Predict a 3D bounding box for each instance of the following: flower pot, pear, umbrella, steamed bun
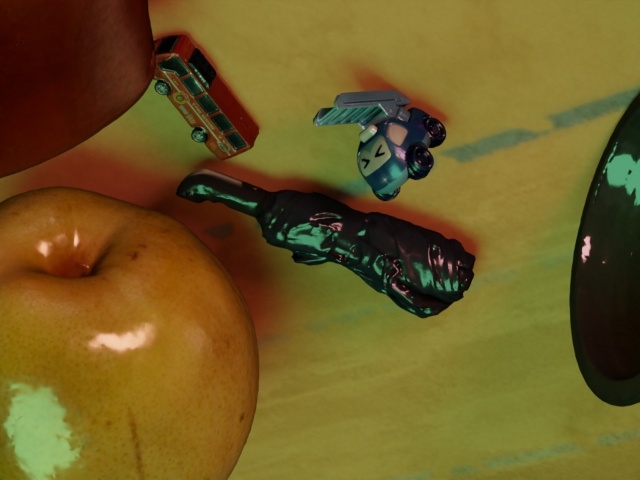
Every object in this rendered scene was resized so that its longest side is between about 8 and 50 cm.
[{"bbox_3d":[0.285,0.014,1.375,0.148,0.235,0.235,14,141,-15],"label":"flower pot"},{"bbox_3d":[-0.199,0.112,1.639,0.314,0.314,0.314,14,137,13],"label":"pear"},{"bbox_3d":[0.002,-0.007,1.579,0.248,0.071,0.071,23,139,6],"label":"umbrella"},{"bbox_3d":[-0.317,-0.173,1.420,0.379,0.248,0.235,10,140,18],"label":"steamed bun"}]

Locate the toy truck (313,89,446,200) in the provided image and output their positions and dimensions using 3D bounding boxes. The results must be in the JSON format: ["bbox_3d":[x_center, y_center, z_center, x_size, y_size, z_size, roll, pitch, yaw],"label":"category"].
[{"bbox_3d":[0.042,-0.080,1.477,0.090,0.073,0.056,37,137,-14],"label":"toy truck"}]

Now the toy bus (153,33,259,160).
[{"bbox_3d":[-0.093,-0.112,1.544,0.043,0.031,0.110,-16,126,34],"label":"toy bus"}]
